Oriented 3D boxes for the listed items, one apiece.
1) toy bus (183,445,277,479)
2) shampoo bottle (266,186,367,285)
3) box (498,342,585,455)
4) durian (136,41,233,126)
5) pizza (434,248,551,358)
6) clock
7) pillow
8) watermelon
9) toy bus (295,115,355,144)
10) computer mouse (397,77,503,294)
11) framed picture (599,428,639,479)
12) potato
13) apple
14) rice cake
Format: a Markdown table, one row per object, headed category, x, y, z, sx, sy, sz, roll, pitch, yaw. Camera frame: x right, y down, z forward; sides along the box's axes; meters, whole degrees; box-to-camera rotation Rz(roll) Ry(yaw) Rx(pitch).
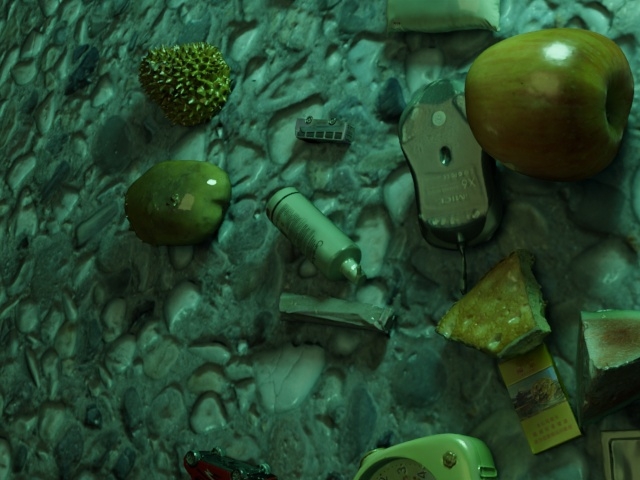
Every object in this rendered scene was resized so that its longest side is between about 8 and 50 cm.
| category | x | y | z | sx | sy | sz | roll | pitch | yaw |
| --- | --- | --- | --- | --- | --- | --- | --- | --- | --- |
| toy bus | -0.177 | 0.455 | 1.684 | 0.195 | 0.081 | 0.089 | 9 | 91 | 37 |
| shampoo bottle | 0.000 | 0.000 | 1.686 | 0.085 | 0.085 | 0.262 | -54 | 53 | 11 |
| box | 0.345 | 0.248 | 1.391 | 0.087 | 0.023 | 0.155 | -34 | 58 | 28 |
| durian | -0.316 | -0.363 | 2.011 | 0.249 | 0.138 | 0.183 | 2 | 69 | 31 |
| pizza | 0.287 | 0.136 | 1.439 | 0.204 | 0.080 | 0.188 | -41 | 33 | 24 |
| clock | 0.140 | 0.446 | 1.435 | 0.308 | 0.096 | 0.235 | -17 | 67 | 32 |
| pillow | 0.232 | -0.456 | 1.656 | 0.254 | 0.078 | 0.144 | 8 | 81 | 39 |
| watermelon | 0.446 | 0.186 | 1.261 | 0.207 | 0.202 | 0.136 | -17 | 106 | 35 |
| toy bus | 0.007 | -0.220 | 1.780 | 0.130 | 0.037 | 0.052 | 9 | 86 | 37 |
| computer mouse | 0.236 | -0.094 | 1.543 | 0.167 | 0.090 | 0.380 | -8 | 84 | 30 |
| framed picture | 0.496 | 0.395 | 1.236 | 0.192 | 0.018 | 0.266 | -12 | 69 | 33 |
| potato | -0.321 | -0.080 | 1.918 | 0.296 | 0.141 | 0.192 | -5 | 71 | 38 |
| apple | 0.356 | -0.214 | 1.403 | 0.241 | 0.242 | 0.242 | 10 | 82 | 41 |
| rice cake | 0.023 | 0.136 | 1.650 | 0.269 | 0.049 | 0.055 | 3 | 56 | 37 |
